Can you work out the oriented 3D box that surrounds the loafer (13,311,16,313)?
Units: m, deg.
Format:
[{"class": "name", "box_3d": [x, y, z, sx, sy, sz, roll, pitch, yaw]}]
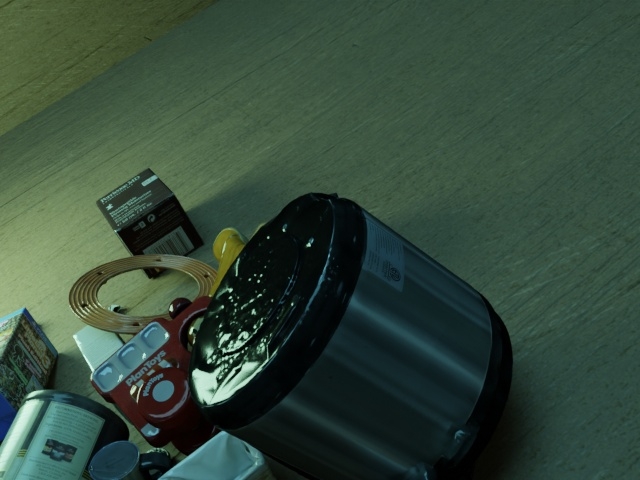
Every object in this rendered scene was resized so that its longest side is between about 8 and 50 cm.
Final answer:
[{"class": "loafer", "box_3d": [-0.805, 0.248, 1.748, 0.220, 0.078, 0.080, -39, 38, -17]}]

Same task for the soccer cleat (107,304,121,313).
[{"class": "soccer cleat", "box_3d": [-0.498, 0.182, 1.683, 0.035, 0.029, 0.083, -10, 35, 28]}]

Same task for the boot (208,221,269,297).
[{"class": "boot", "box_3d": [-0.198, 0.075, 1.523, 0.295, 0.104, 0.211, -20, 36, 56]}]

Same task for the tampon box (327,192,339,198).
[{"class": "tampon box", "box_3d": [0.000, 0.000, 1.522, 0.101, 0.120, 0.161, -11, 39, 19]}]

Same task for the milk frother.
[{"class": "milk frother", "box_3d": [-0.319, 0.390, 1.227, 0.129, 0.135, 0.143, -23, 36, -19]}]

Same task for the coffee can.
[{"class": "coffee can", "box_3d": [-0.468, 0.424, 1.213, 0.201, 0.201, 0.275, -9, 43, 23]}]

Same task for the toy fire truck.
[{"class": "toy fire truck", "box_3d": [-0.242, 0.217, 1.294, 0.302, 0.169, 0.254, -44, 54, -16]}]

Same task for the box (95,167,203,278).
[{"class": "box", "box_3d": [-0.430, -0.046, 1.801, 0.168, 0.167, 0.203, -36, 37, -12]}]

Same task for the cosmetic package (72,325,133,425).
[{"class": "cosmetic package", "box_3d": [-0.415, 0.261, 1.464, 0.085, 0.117, 0.231, -37, 36, -17]}]

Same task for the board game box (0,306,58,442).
[{"class": "board game box", "box_3d": [-0.721, 0.309, 1.523, 0.232, 0.141, 0.291, -25, 24, 2]}]

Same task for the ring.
[{"class": "ring", "box_3d": [-0.376, 0.119, 1.574, 0.336, 0.032, 0.336, 2, 26, -1]}]

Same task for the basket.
[{"class": "basket", "box_3d": [-0.157, 0.397, 1.151, 0.167, 0.103, 0.113, -34, 37, -12]}]

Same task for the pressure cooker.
[{"class": "pressure cooker", "box_3d": [0.067, 0.179, 1.043, 0.370, 0.420, 0.375, -63, 24, -12]}]
